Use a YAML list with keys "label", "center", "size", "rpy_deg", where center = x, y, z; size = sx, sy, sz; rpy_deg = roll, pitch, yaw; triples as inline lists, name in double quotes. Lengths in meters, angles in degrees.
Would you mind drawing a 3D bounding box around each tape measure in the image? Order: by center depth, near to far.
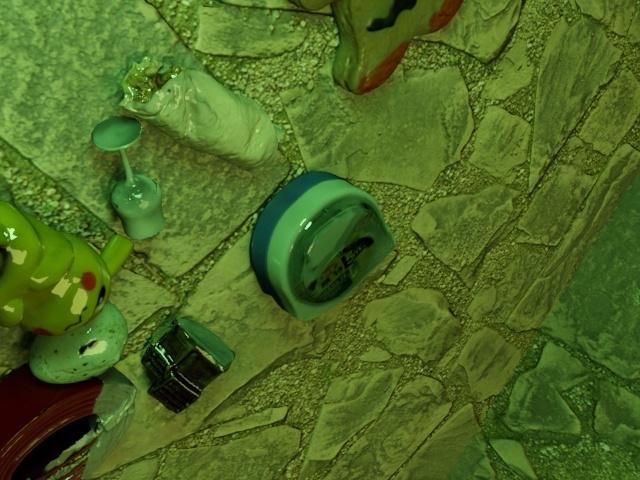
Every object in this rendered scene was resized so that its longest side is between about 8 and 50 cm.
- label: "tape measure"
  center: [0.001, 0.002, 2.005]
  size: [0.259, 0.138, 0.262]
  rpy_deg: [-45, 146, -16]

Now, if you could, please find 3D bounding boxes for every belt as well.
- label: "belt"
  center: [-0.449, 0.311, 1.742]
  size: [0.324, 0.115, 0.227]
  rpy_deg: [-39, 145, -23]

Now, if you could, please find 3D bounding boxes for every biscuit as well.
- label: "biscuit"
  center: [0.110, -0.443, 1.794]
  size: [0.368, 0.076, 0.394]
  rpy_deg: [-45, 146, -16]

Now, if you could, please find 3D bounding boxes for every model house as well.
- label: "model house"
  center: [-0.256, 0.230, 1.942]
  size: [0.152, 0.106, 0.165]
  rpy_deg: [-44, 112, 6]

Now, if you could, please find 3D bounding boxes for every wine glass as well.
- label: "wine glass"
  center: [-0.287, -0.091, 1.611]
  size: [0.079, 0.079, 0.195]
  rpy_deg: [-36, 142, -26]

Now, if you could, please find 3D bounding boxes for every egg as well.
- label: "egg"
  center: [-0.381, 0.163, 1.674]
  size: [0.164, 0.131, 0.131]
  rpy_deg: [-45, 146, -21]

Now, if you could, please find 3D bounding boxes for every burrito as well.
- label: "burrito"
  center: [-0.174, -0.194, 1.667]
  size: [0.392, 0.076, 0.117]
  rpy_deg: [23, 94, -58]

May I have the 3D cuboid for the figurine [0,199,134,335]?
- label: "figurine"
  center: [-0.417, 0.052, 1.506]
  size: [0.218, 0.169, 0.327]
  rpy_deg: [-41, 146, 9]
